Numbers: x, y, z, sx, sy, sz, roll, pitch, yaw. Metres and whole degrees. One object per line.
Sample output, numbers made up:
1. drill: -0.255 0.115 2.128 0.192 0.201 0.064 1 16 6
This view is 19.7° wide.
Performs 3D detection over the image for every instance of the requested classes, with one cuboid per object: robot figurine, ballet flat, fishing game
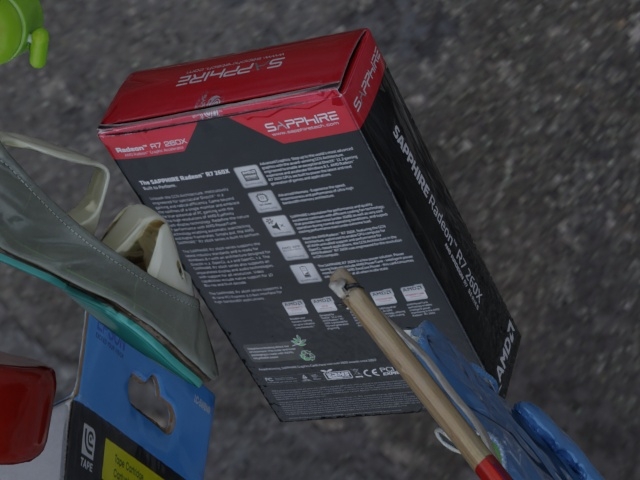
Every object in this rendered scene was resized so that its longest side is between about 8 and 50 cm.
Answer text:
1. robot figurine: -0.275 -0.184 1.554 0.101 0.115 0.067 21 107 2
2. ballet flat: -0.107 0.003 0.877 0.072 0.213 0.068 25 81 47
3. fishing game: 0.086 0.105 0.678 0.041 0.264 0.189 -42 54 6

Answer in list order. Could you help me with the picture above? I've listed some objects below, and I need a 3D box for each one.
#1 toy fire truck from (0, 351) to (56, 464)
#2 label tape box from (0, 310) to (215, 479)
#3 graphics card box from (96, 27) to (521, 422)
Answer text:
1. toy fire truck: -0.258 0.106 0.692 0.254 0.302 0.169 11 90 29
2. label tape box: -0.159 0.224 1.129 0.106 0.240 0.333 -3 68 14
3. graphics card box: 0.000 0.000 1.566 0.233 0.094 0.371 -8 130 28
